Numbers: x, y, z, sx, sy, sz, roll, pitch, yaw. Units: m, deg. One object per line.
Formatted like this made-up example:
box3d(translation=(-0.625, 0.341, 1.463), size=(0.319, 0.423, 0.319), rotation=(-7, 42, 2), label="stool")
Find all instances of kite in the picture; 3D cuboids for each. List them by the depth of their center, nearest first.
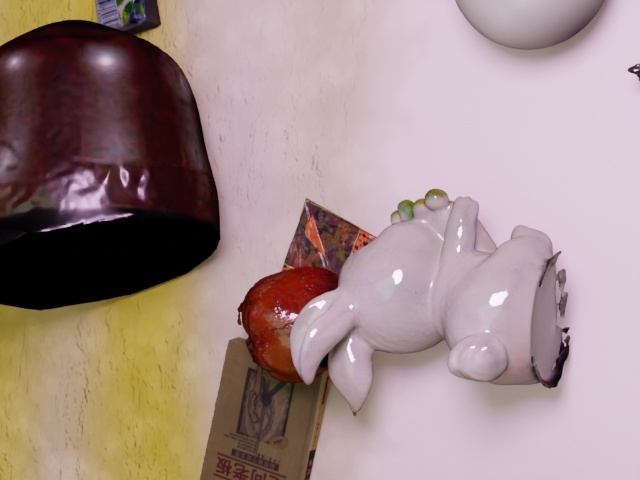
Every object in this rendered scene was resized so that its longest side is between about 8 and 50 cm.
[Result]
box3d(translation=(0.000, 0.000, 1.599), size=(0.222, 0.008, 0.125), rotation=(-23, 79, 26), label="kite")

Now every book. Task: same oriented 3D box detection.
box3d(translation=(-0.079, 0.263, 1.630), size=(0.161, 0.026, 0.231), rotation=(15, 97, 27), label="book")

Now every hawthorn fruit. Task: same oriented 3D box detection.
box3d(translation=(-0.018, 0.102, 1.540), size=(0.172, 0.148, 0.148), rotation=(-26, 77, -6), label="hawthorn fruit")

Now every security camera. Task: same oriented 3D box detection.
box3d(translation=(0.228, -0.336, 1.383), size=(0.194, 0.194, 0.236), rotation=(-40, 75, 22), label="security camera")

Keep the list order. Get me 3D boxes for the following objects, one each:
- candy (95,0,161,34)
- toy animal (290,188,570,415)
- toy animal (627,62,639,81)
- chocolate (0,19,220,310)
box3d(translation=(-0.297, -0.450, 1.723), size=(0.088, 0.061, 0.313), rotation=(-11, 86, 26), label="candy")
box3d(translation=(0.134, 0.084, 1.424), size=(0.310, 0.183, 0.247), rotation=(6, 59, 25), label="toy animal")
box3d(translation=(0.400, -0.290, 1.356), size=(0.176, 0.073, 0.217), rotation=(-33, 71, 23), label="toy animal")
box3d(translation=(-0.333, -0.115, 1.587), size=(0.383, 0.383, 0.331), rotation=(-22, 74, 26), label="chocolate")
